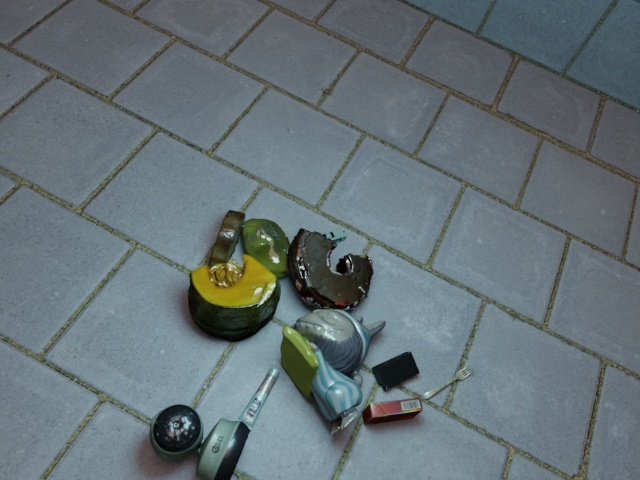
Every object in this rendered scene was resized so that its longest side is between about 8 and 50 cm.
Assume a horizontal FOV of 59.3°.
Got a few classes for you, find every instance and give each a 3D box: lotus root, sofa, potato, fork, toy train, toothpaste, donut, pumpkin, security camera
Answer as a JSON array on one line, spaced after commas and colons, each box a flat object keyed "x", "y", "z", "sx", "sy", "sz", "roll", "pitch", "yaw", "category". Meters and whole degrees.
[{"x": -0.336, "y": -0.005, "z": 2.027, "sx": 0.074, "sy": 0.170, "sz": 0.261, "roll": 20, "pitch": 50, "yaw": -4, "category": "lotus root"}, {"x": 0.258, "y": 0.449, "z": 1.939, "sx": 0.147, "sy": 0.060, "sz": 0.085, "roll": -20, "pitch": 82, "yaw": -22, "category": "sofa"}, {"x": -0.188, "y": 0.023, "z": 2.044, "sx": 0.169, "sy": 0.143, "sz": 0.248, "roll": -21, "pitch": 66, "yaw": -26, "category": "potato"}, {"x": 0.445, "y": 0.501, "z": 1.963, "sx": 0.219, "sy": 0.028, "sz": 0.034, "roll": -26, "pitch": 75, "yaw": -20, "category": "fork"}, {"x": 0.000, "y": 0.000, "z": 2.157, "sx": 0.207, "sy": 0.047, "sz": 0.043, "roll": -17, "pitch": 63, "yaw": -22, "category": "toy train"}, {"x": -0.195, "y": 0.507, "z": 1.815, "sx": 0.056, "sy": 0.036, "sz": 0.205, "roll": 28, "pitch": 62, "yaw": 7, "category": "toothpaste"}, {"x": 0.031, "y": 0.127, "z": 1.993, "sx": 0.345, "sy": 0.136, "sz": 0.259, "roll": 20, "pitch": 61, "yaw": -28, "category": "donut"}, {"x": -0.289, "y": 0.194, "z": 1.885, "sx": 0.303, "sy": 0.225, "sz": 0.256, "roll": -18, "pitch": 60, "yaw": -15, "category": "pumpkin"}, {"x": -0.364, "y": 0.583, "z": 1.641, "sx": 0.277, "sy": 0.191, "sz": 0.197, "roll": 22, "pitch": 59, "yaw": 3, "category": "security camera"}]

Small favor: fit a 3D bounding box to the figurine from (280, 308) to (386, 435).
[{"x": 0.096, "y": 0.365, "z": 1.834, "sx": 0.377, "sy": 0.266, "sz": 0.361, "roll": -28, "pitch": 74, "yaw": -25, "category": "figurine"}]

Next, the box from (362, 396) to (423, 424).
[{"x": 0.233, "y": 0.556, "z": 1.828, "sx": 0.175, "sy": 0.112, "sz": 0.048, "roll": -4, "pitch": 61, "yaw": -13, "category": "box"}]
